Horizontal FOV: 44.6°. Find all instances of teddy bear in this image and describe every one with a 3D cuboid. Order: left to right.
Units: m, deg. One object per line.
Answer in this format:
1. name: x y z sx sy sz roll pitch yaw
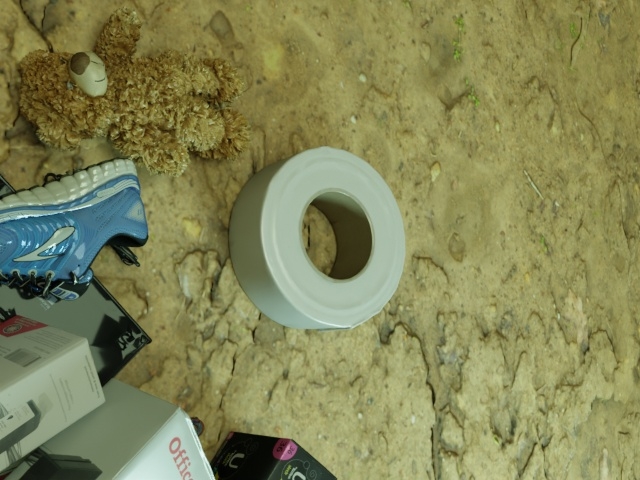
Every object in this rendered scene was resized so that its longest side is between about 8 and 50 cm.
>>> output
1. teddy bear: -0.238 -0.203 1.093 0.338 0.113 0.245 19 69 -33

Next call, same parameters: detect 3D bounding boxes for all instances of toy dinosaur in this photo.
1. toy dinosaur: -0.198 0.285 1.095 0.082 0.047 0.090 -16 129 -50

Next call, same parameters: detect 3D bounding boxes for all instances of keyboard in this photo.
1. keyboard: -0.341 0.034 1.025 0.201 0.033 0.317 -47 111 -27

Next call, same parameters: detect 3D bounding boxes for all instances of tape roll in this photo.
1. tape roll: 0.000 0.000 1.240 0.286 0.100 0.286 8 77 -36

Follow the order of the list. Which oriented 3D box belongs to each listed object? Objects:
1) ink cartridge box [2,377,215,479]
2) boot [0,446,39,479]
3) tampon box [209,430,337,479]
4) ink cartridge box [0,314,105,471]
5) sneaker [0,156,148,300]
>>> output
1. ink cartridge box: -0.268 0.347 0.885 0.307 0.129 0.223 -45 136 -38
2. boot: -0.351 0.317 0.945 0.244 0.088 0.176 -14 104 -44
3. tampon box: -0.082 0.346 1.079 0.101 0.161 0.120 45 58 -22
4. ink cartridge box: -0.378 0.182 0.863 0.218 0.158 0.092 -31 119 -43
5. sneaker: -0.344 0.015 0.929 0.330 0.129 0.147 -26 98 -33
